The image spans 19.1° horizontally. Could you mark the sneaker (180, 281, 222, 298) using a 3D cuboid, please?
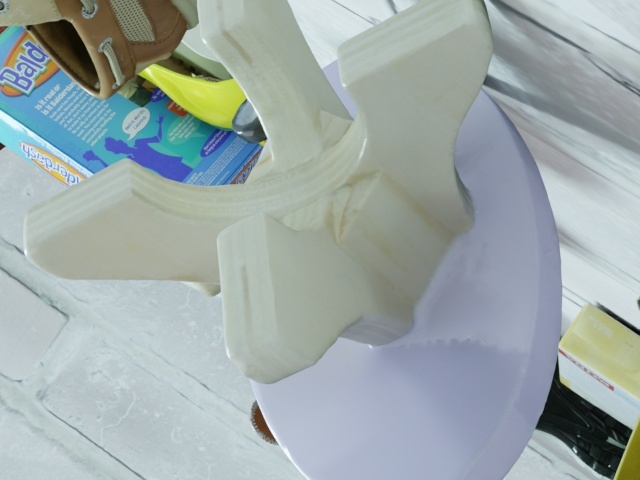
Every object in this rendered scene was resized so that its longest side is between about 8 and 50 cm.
[{"bbox_3d":[-0.125,-0.010,1.901,0.447,0.169,0.257,42,-173,-44],"label":"sneaker"}]

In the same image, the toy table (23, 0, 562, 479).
[{"bbox_3d":[0.003,-0.015,0.916,0.161,0.252,0.274,40,-159,-45],"label":"toy table"}]

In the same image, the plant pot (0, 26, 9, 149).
[{"bbox_3d":[-0.351,-0.188,1.582,0.267,0.236,0.267,37,176,-31],"label":"plant pot"}]

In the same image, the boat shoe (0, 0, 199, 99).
[{"bbox_3d":[-0.173,-0.178,1.114,0.122,0.120,0.324,32,175,34],"label":"boat shoe"}]

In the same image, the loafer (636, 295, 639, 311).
[{"bbox_3d":[0.209,0.044,1.096,0.056,0.050,0.148,35,175,2],"label":"loafer"}]

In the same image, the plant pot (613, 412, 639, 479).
[{"bbox_3d":[0.293,0.197,1.225,0.187,0.212,0.212,22,175,-1],"label":"plant pot"}]

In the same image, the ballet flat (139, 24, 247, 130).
[{"bbox_3d":[-0.136,-0.164,1.395,0.231,0.077,0.077,32,154,7],"label":"ballet flat"}]

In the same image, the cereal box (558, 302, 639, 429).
[{"bbox_3d":[0.274,0.130,1.535,0.173,0.047,0.240,34,175,11],"label":"cereal box"}]

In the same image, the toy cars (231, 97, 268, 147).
[{"bbox_3d":[0.043,-0.043,1.228,0.176,0.087,0.394,39,180,11],"label":"toy cars"}]

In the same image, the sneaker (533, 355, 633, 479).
[{"bbox_3d":[0.212,0.142,1.830,0.271,0.100,0.108,36,-179,-12],"label":"sneaker"}]

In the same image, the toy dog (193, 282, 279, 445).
[{"bbox_3d":[0.003,0.072,1.670,0.334,0.220,0.161,36,-169,-3],"label":"toy dog"}]

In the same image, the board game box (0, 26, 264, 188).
[{"bbox_3d":[-0.145,-0.103,1.434,0.210,0.160,0.047,35,150,9],"label":"board game box"}]
